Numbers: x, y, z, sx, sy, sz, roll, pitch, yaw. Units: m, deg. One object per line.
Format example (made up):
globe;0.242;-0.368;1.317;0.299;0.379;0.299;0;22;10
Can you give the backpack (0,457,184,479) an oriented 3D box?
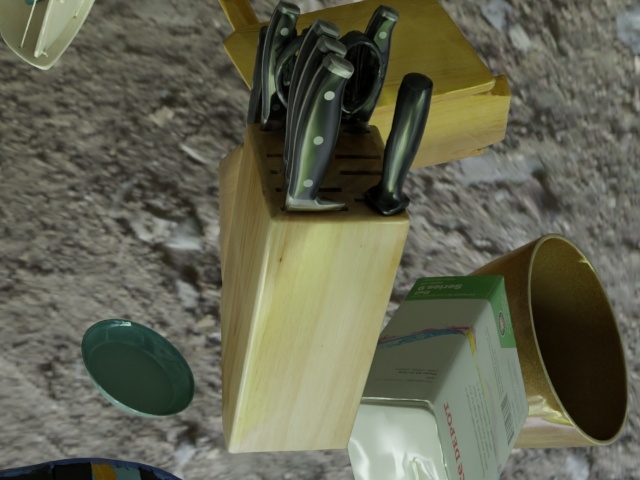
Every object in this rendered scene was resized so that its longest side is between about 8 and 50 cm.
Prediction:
backpack;-0.089;0.163;0.404;0.158;0.117;0.173;-7;75;-18

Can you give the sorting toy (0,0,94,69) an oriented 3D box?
sorting toy;-0.143;-0.139;0.602;0.075;0.045;0.083;30;130;1

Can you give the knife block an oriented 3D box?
knife block;0.000;0.000;0.779;0.088;0.242;0.276;0;86;-14

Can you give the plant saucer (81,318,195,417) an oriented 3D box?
plant saucer;-0.175;0.125;1.189;0.119;0.119;0.021;45;120;14

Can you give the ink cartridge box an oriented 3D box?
ink cartridge box;0.104;0.146;1.109;0.093;0.212;0.154;-2;116;25

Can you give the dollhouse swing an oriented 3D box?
dollhouse swing;0.026;-0.246;1.436;0.315;0.347;0.305;-12;80;5

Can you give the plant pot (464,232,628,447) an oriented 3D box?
plant pot;0.185;0.141;1.444;0.254;0.237;0.237;-20;79;32
